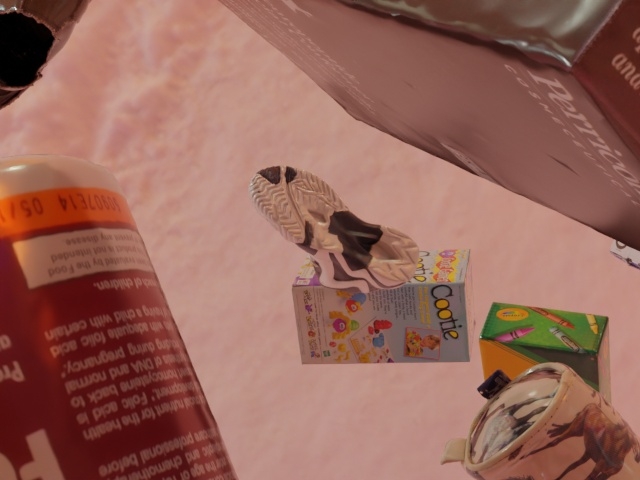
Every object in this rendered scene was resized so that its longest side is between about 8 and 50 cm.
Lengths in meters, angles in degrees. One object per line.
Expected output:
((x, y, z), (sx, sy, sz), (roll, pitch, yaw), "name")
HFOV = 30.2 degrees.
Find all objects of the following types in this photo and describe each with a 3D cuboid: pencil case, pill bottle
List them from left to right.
((-0.154, 0.169, 0.685), (0.224, 0.224, 0.392), (-26, 79, 12), "pill bottle")
((0.337, 0.322, 1.383), (0.183, 0.410, 0.160), (-31, 21, 39), "pencil case")

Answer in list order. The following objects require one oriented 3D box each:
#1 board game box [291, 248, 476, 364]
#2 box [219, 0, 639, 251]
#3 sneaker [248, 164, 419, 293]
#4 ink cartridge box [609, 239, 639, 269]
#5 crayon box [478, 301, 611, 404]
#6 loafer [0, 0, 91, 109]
((0.108, 0.107, 1.936), (0.275, 0.142, 0.144), (-2, 112, 12), "board game box")
((0.088, -0.116, 0.572), (0.143, 0.191, 0.381), (-55, 33, -3), "box")
((0.000, 0.000, 1.529), (0.235, 0.153, 0.094), (24, 66, -9), "sneaker")
((0.594, -0.063, 1.840), (0.151, 0.270, 0.395), (21, 96, -6), "ink cartridge box")
((0.327, 0.220, 1.700), (0.165, 0.278, 0.081), (6, 43, 23), "crayon box")
((-0.408, -0.252, 1.512), (0.366, 0.134, 0.130), (-33, 32, 51), "loafer")
